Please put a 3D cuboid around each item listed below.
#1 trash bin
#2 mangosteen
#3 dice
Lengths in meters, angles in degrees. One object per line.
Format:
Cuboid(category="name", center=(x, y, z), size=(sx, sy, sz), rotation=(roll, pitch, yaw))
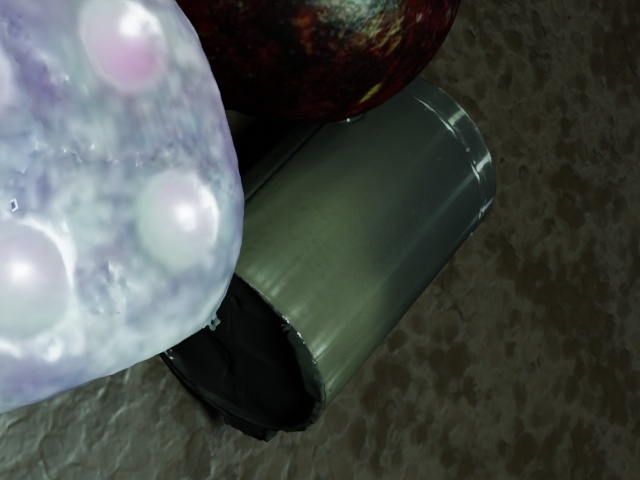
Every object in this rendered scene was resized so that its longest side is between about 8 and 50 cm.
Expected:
Cuboid(category="trash bin", center=(0.000, 0.000, 1.006), size=(0.301, 0.203, 0.252), rotation=(-47, 137, -34))
Cuboid(category="mangosteen", center=(-0.003, -0.258, 0.857), size=(0.306, 0.359, 0.306), rotation=(39, 28, -26))
Cuboid(category="dice", center=(-0.234, -0.038, 0.746), size=(0.270, 0.270, 0.271), rotation=(-22, 101, -42))
